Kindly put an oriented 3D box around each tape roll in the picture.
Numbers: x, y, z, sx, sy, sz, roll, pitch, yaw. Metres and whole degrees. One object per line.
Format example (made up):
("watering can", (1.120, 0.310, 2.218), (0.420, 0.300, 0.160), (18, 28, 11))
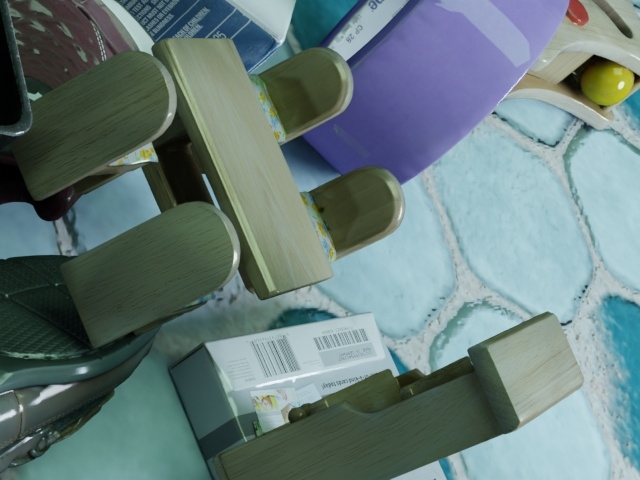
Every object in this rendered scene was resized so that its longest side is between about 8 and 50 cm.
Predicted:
("tape roll", (0.065, -0.122, 1.052), (0.080, 0.189, 0.189), (44, 39, -12))

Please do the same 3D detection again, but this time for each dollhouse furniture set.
("dollhouse furniture set", (0.000, 0.000, 0.818), (0.212, 0.161, 0.242), (-14, 80, -64))

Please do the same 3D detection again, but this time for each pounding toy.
("pounding toy", (0.174, -0.180, 1.232), (0.269, 0.155, 0.154), (19, 45, -36))

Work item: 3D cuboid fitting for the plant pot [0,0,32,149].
("plant pot", (-0.261, -0.095, 0.711), (0.187, 0.167, 0.188), (5, 58, -41))

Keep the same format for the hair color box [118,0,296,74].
("hair color box", (-0.167, -0.244, 0.970), (0.347, 0.105, 0.174), (36, 41, -22))

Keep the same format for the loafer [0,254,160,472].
("loafer", (-0.177, 0.078, 0.762), (0.096, 0.084, 0.267), (31, 28, 22))

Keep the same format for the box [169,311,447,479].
("box", (0.010, 0.138, 0.923), (0.145, 0.038, 0.186), (-8, 68, -47))

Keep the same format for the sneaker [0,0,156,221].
("sneaker", (-0.208, -0.122, 0.842), (0.281, 0.106, 0.162), (43, 43, -15))
